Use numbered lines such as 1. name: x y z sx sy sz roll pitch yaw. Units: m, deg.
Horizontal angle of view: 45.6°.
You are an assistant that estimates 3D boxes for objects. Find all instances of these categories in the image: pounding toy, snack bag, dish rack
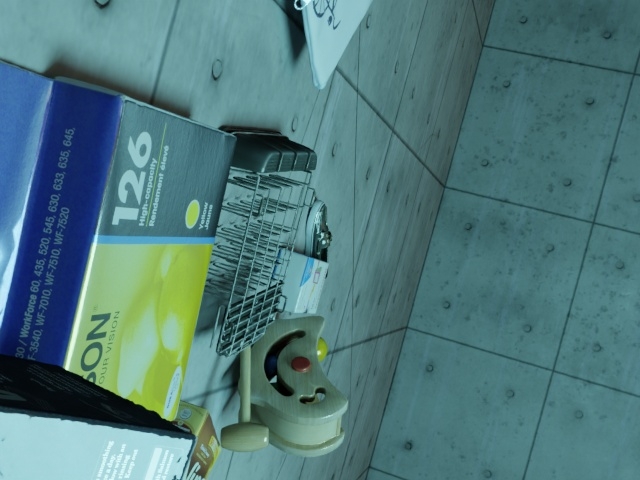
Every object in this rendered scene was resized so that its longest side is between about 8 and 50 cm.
1. pounding toy: -0.033 0.190 1.061 0.270 0.154 0.155 -74 171 -56
2. snack bag: 0.043 -0.397 0.931 0.343 0.037 0.323 82 28 -53
3. dish rack: -0.083 0.003 0.943 0.208 0.074 0.272 -17 122 -70

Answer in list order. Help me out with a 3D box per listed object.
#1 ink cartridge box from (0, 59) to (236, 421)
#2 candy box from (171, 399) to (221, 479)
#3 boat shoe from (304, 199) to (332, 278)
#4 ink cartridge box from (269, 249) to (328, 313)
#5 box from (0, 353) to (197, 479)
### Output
1. ink cartridge box: -0.182 0.032 0.635 0.307 0.072 0.304 -4 109 -75
2. candy box: -0.185 0.295 0.895 0.109 0.053 0.187 85 24 -49
3. boat shoe: 0.000 0.000 1.268 0.049 0.040 0.142 -49 150 -57
4. ink cartridge box: -0.034 0.066 1.194 0.122 0.052 0.089 21 84 -75
5. box: -0.190 0.125 0.451 0.158 0.155 0.093 29 77 -51
